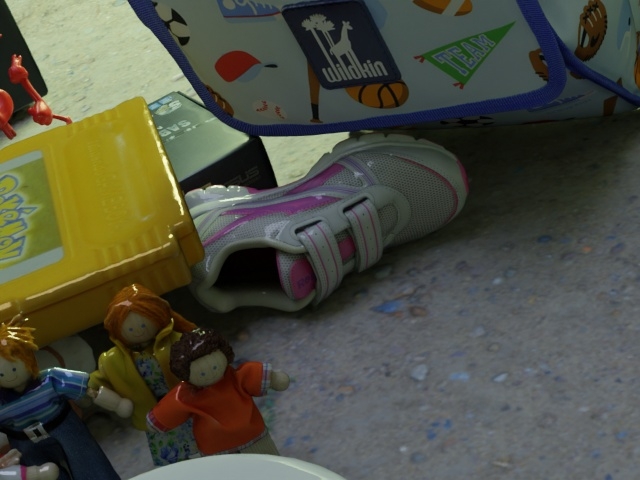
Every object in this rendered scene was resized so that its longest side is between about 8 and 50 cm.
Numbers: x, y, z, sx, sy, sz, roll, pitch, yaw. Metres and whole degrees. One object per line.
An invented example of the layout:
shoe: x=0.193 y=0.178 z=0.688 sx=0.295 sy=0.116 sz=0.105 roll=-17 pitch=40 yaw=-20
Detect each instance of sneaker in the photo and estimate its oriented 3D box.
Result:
sneaker: x=0.000 y=0.000 z=1.110 sx=0.252 sy=0.103 sz=0.111 roll=-19 pitch=37 yaw=6

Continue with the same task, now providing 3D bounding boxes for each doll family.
doll family: x=-0.152 y=0.118 z=0.924 sx=0.263 sy=0.163 sz=0.118 roll=-23 pitch=29 yaw=-5

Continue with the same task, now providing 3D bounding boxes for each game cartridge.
game cartridge: x=-0.262 y=0.008 z=1.084 sx=0.323 sy=0.053 sz=0.285 roll=-24 pitch=30 yaw=-4

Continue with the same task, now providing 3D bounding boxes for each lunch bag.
lunch bag: x=0.071 y=-0.204 z=1.131 sx=0.327 sy=0.239 sz=0.385 roll=-3 pitch=-6 yaw=28

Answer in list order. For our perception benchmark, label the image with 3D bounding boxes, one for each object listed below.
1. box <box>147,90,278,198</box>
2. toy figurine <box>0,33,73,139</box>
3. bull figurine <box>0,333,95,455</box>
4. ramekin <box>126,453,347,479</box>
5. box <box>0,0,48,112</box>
box: x=-0.178 y=-0.039 z=1.219 sx=0.232 sy=0.059 sz=0.183 roll=-30 pitch=31 yaw=-16
toy figurine: x=-0.453 y=-0.043 z=1.468 sx=0.217 sy=0.191 sz=0.362 roll=-33 pitch=19 yaw=51
bull figurine: x=-0.288 y=0.158 z=1.011 sx=0.188 sy=0.101 sz=0.310 roll=-11 pitch=28 yaw=23
ramekin: x=-0.060 y=0.234 z=0.703 sx=0.277 sy=0.135 sz=0.277 roll=-15 pitch=30 yaw=9
box: x=-0.532 y=-0.211 z=1.695 sx=0.296 sy=0.183 sz=0.294 roll=-31 pitch=30 yaw=-16
